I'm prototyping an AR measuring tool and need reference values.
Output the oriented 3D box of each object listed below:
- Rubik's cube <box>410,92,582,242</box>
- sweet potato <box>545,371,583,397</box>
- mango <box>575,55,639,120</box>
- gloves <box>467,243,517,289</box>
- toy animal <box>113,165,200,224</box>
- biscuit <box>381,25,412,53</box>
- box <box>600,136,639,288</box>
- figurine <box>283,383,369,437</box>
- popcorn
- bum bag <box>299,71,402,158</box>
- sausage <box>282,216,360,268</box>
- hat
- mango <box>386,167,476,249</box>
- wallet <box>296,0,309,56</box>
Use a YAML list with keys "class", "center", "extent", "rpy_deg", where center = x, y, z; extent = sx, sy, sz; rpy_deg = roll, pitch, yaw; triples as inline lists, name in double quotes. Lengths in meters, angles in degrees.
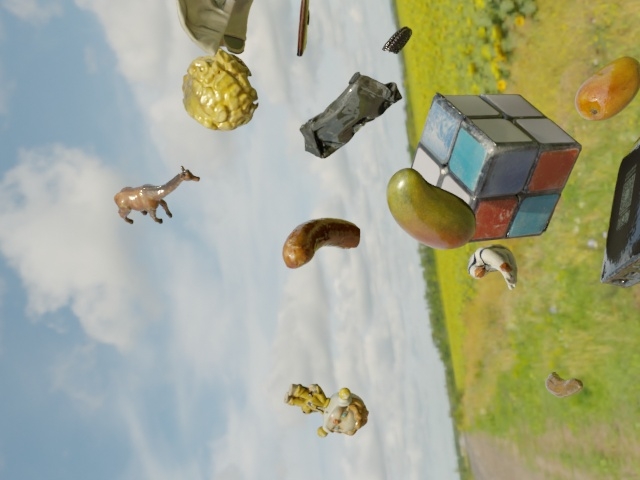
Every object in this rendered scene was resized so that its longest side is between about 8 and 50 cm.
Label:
- class: "Rubik's cube"
  center: [0.471, -0.208, 2.192]
  extent: [0.316, 0.314, 0.318]
  rpy_deg: [56, 142, 43]
- class: "sweet potato"
  center: [0.592, 0.357, 1.926]
  extent: [0.182, 0.054, 0.053]
  rpy_deg: [148, 116, -82]
- class: "mango"
  center: [0.811, -0.424, 2.194]
  extent: [0.120, 0.221, 0.151]
  rpy_deg: [48, -179, -26]
- class: "gloves"
  center: [0.518, 0.068, 2.330]
  extent: [0.219, 0.140, 0.131]
  rpy_deg: [144, 142, -78]
- class: "toy animal"
  center: [-0.391, -0.107, 1.897]
  extent: [0.229, 0.225, 0.066]
  rpy_deg: [90, -177, -61]
- class: "biscuit"
  center: [0.173, -0.448, 1.782]
  extent: [0.027, 0.089, 0.087]
  rpy_deg: [43, 163, 7]
- class: "box"
  center: [0.581, -0.071, 1.403]
  extent: [0.290, 0.073, 0.288]
  rpy_deg: [85, -161, -73]
- class: "figurine"
  center: [0.010, 0.284, 1.328]
  extent: [0.068, 0.143, 0.101]
  rpy_deg: [-90, 1, -63]
- class: "popcorn"
  center: [-0.280, -0.412, 2.155]
  extent: [0.250, 0.190, 0.250]
  rpy_deg: [23, 118, 53]
- class: "bum bag"
  center: [0.064, -0.332, 2.059]
  extent: [0.142, 0.326, 0.079]
  rpy_deg: [34, -141, -29]
- class: "sausage"
  center: [-0.003, -0.004, 1.909]
  extent: [0.102, 0.076, 0.302]
  rpy_deg: [58, -148, 10]
- class: "hat"
  center: [-0.184, -0.478, 1.508]
  extent: [0.219, 0.164, 0.226]
  rpy_deg: [-60, 9, 20]
- class: "mango"
  center: [0.248, -0.063, 1.805]
  extent: [0.289, 0.146, 0.129]
  rpy_deg: [29, -118, -31]
- class: "wallet"
  center: [-0.046, -0.624, 2.253]
  extent: [0.095, 0.026, 0.176]
  rpy_deg: [-79, -5, -55]
